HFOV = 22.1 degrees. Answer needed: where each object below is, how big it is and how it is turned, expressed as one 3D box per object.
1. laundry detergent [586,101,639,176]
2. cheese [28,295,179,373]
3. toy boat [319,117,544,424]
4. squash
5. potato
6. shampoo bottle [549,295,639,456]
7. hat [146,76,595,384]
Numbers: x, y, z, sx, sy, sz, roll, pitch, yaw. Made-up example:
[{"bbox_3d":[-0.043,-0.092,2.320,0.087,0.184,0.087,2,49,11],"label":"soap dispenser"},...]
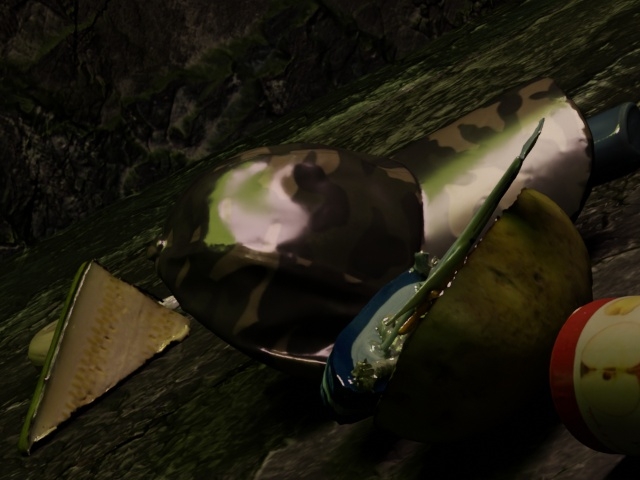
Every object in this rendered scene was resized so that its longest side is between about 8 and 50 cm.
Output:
[{"bbox_3d":[0.257,-0.085,1.799,0.206,0.061,0.097,-22,21,28],"label":"laundry detergent"},{"bbox_3d":[-0.268,0.111,2.107,0.227,0.064,0.137,-20,15,24],"label":"cheese"},{"bbox_3d":[0.093,0.013,1.301,0.291,0.067,0.220,-62,-9,32],"label":"toy boat"},{"bbox_3d":[-0.268,0.173,1.944,0.093,0.169,0.252,-19,48,47],"label":"squash"},{"bbox_3d":[0.142,0.072,1.240,0.271,0.111,0.160,-45,-18,-54],"label":"potato"},{"bbox_3d":[0.261,0.079,0.966,0.104,0.104,0.278,-34,13,-30],"label":"shampoo bottle"},{"bbox_3d":[0.046,-0.056,1.551,0.382,0.257,0.366,-48,34,5],"label":"hat"}]
